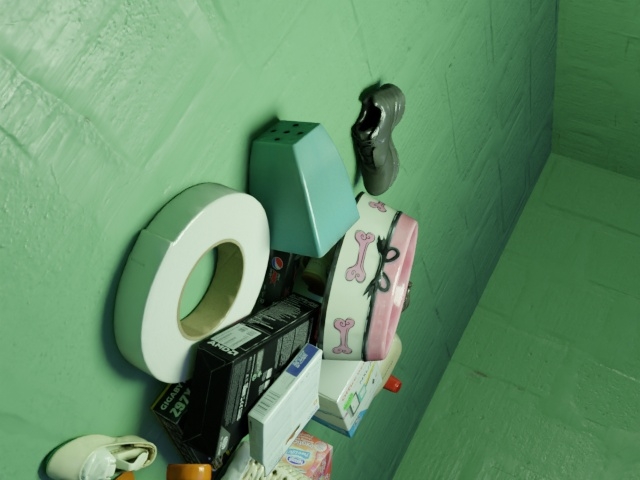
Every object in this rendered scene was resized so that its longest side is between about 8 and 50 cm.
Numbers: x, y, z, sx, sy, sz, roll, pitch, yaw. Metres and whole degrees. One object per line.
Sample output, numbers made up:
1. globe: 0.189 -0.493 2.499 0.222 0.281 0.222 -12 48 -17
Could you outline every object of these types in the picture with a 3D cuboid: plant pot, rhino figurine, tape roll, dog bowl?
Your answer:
1. plant pot: -0.044 -0.116 1.577 0.165 0.165 0.234 -45 134 -42
2. rhino figurine: 0.229 0.226 2.571 0.243 0.073 0.106 -35 138 -49
3. tape roll: -0.231 0.081 1.466 0.392 0.072 0.392 -47 150 -39
4. dog bowl: 0.120 0.099 1.814 0.408 0.150 0.408 14 90 -79

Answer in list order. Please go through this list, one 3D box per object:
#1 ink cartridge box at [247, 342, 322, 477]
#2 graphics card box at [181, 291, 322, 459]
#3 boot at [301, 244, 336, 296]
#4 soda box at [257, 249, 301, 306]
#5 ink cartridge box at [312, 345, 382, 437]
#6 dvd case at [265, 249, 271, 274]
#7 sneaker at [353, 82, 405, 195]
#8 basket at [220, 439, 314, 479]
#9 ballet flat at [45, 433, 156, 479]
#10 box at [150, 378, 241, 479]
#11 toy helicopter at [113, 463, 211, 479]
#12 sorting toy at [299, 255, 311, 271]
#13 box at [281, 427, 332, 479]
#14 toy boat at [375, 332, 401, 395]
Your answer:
1. ink cartridge box: -0.075 0.365 1.662 0.223 0.045 0.224 -47 152 -38
2. graphics card box: -0.132 0.272 1.627 0.371 0.094 0.233 -27 134 -59
3. boot: 0.022 0.048 1.844 0.213 0.077 0.165 63 45 -68
4. soda box: -0.088 0.071 1.739 0.060 0.053 0.169 -23 134 -57
5. ink cartridge box: 0.029 0.372 2.112 0.198 0.197 0.270 -57 154 -23
6. dvd case: -0.091 0.003 1.762 0.165 0.018 0.221 -68 156 1
7. sneaker: 0.131 -0.247 1.939 0.130 0.109 0.287 -25 123 -49
8. basket: -0.140 0.690 1.856 0.328 0.266 0.331 -61 170 -12
9. ballet flat: -0.385 0.396 1.399 0.248 0.086 0.086 15 97 -66
10. box: -0.228 0.354 1.704 0.257 0.079 0.322 -53 152 -28
11. toy helicopter: -0.331 0.513 1.516 0.355 0.234 0.140 110 -20 -73
12. sorting toy: 0.000 0.000 1.919 0.193 0.038 0.208 60 50 -69
13. box: -0.070 0.705 2.253 0.142 0.154 0.300 -43 148 -43
14. toy boat: 0.166 0.417 2.519 0.268 0.148 0.318 -58 153 -13
